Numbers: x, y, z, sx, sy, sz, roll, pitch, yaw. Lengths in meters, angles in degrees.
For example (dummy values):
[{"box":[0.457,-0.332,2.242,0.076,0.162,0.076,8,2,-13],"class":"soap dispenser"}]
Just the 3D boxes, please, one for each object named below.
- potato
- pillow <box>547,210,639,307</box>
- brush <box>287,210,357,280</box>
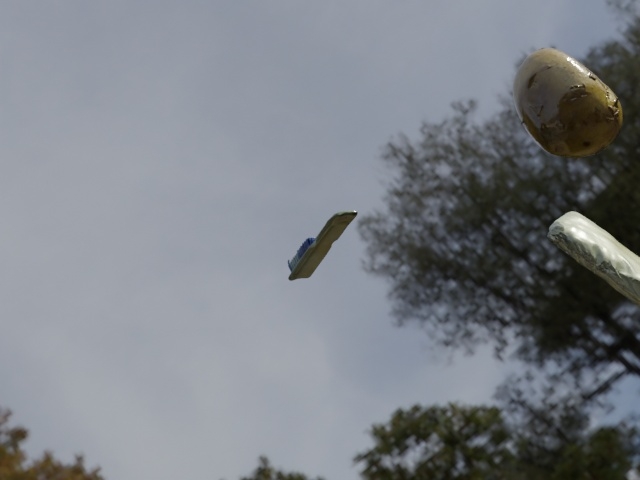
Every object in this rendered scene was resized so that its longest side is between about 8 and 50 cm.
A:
[{"box":[0.353,-0.196,1.775,0.137,0.176,0.137,-48,-17,-20],"class":"potato"},{"box":[0.431,0.038,1.762,0.051,0.229,0.128,-59,-9,28],"class":"pillow"},{"box":[0.000,0.000,1.515,0.033,0.030,0.178,2,-28,-22],"class":"brush"}]
